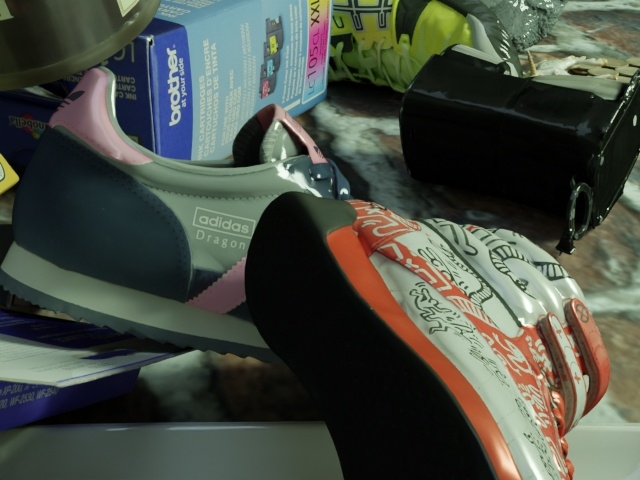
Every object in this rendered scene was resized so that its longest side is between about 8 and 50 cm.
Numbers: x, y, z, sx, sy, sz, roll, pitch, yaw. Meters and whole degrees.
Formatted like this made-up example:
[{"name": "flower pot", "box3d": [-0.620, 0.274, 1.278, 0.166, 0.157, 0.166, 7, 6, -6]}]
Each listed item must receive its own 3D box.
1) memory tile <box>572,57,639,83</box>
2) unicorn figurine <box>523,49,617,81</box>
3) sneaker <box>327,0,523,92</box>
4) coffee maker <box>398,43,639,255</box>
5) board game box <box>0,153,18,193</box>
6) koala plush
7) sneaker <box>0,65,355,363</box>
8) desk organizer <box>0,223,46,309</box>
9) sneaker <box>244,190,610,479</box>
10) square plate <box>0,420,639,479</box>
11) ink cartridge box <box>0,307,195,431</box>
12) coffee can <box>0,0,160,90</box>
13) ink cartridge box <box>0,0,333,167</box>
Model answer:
[{"name": "memory tile", "box3d": [0.376, -0.191, 1.205, 0.113, 0.012, 0.148, -6, 25, -16]}, {"name": "unicorn figurine", "box3d": [0.267, -0.176, 1.126, 0.111, 0.060, 0.162, 2, 9, 1]}, {"name": "sneaker", "box3d": [0.065, -0.217, 1.144, 0.147, 0.145, 0.385, -43, 44, -14]}, {"name": "coffee maker", "box3d": [0.157, -0.086, 0.840, 0.178, 0.120, 0.171, 16, 29, 29]}, {"name": "board game box", "box3d": [-0.357, -0.063, 0.631, 0.064, 0.242, 0.316, -29, 14, 25]}, {"name": "koala plush", "box3d": [0.220, -0.341, 1.370, 0.196, 0.203, 0.221, 5, 3, -13]}, {"name": "sneaker", "box3d": [0.000, 0.000, 0.552, 0.319, 0.131, 0.112, 13, 3, -23]}, {"name": "desk organizer", "box3d": [-0.172, 0.017, 0.619, 0.050, 0.047, 0.130, 11, -4, -26]}, {"name": "sneaker", "box3d": [0.076, 0.075, 0.411, 0.145, 0.090, 0.270, 7, 32, -29]}, {"name": "square plate", "box3d": [0.014, 0.178, 0.350, 0.344, 0.049, 0.347, 1, 25, -3]}, {"name": "ink cartridge box", "box3d": [-0.175, 0.062, 0.502, 0.208, 0.045, 0.206, 6, 1, 14]}, {"name": "coffee can", "box3d": [-0.246, -0.277, 0.728, 0.201, 0.275, 0.201, -6, 45, 6]}, {"name": "ink cartridge box", "box3d": [-0.190, -0.170, 0.969, 0.270, 0.151, 0.395, 13, 29, 23]}]
